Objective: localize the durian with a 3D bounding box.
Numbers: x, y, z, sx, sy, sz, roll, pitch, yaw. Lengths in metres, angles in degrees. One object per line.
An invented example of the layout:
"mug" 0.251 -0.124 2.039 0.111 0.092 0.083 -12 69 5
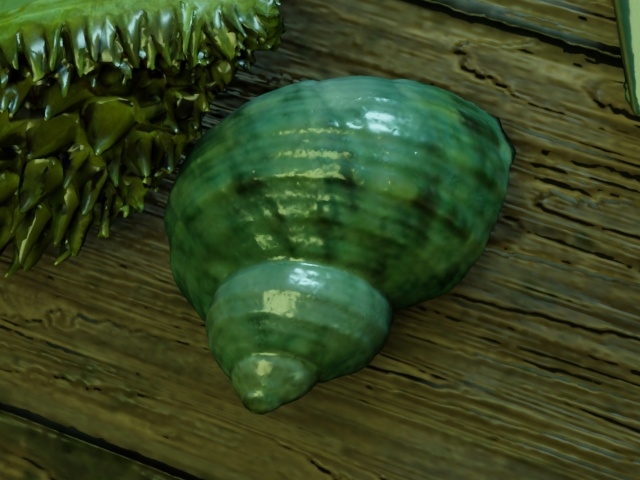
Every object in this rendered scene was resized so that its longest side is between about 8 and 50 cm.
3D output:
"durian" -0.181 -0.094 0.921 0.394 0.163 0.198 -6 49 33

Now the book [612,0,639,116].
"book" 0.322 -0.224 0.837 0.379 0.031 0.264 -9 88 15

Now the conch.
"conch" 0.000 -0.003 0.884 0.176 0.122 0.188 18 97 9
